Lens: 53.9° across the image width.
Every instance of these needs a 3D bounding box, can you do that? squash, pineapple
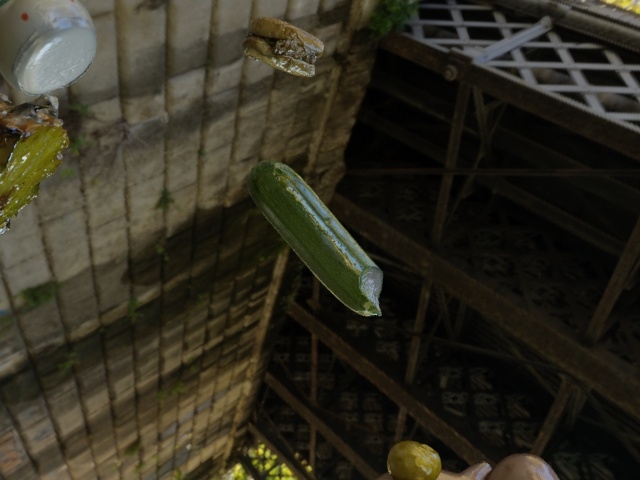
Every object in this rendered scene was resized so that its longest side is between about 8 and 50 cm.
[{"bbox_3d":[0.000,0.000,0.762,0.239,0.069,0.069,50,-30,-10],"label":"squash"},{"bbox_3d":[-0.369,-0.080,0.644,0.158,0.161,0.334,36,-49,-10],"label":"pineapple"}]

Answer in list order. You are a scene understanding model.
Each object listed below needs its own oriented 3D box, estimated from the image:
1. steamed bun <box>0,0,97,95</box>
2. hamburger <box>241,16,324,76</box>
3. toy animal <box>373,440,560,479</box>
[{"bbox_3d":[-0.503,-0.367,1.132,0.130,0.177,0.228,55,-29,2],"label":"steamed bun"},{"bbox_3d":[-0.072,-0.355,1.158,0.147,0.138,0.083,27,-76,43],"label":"hamburger"},{"bbox_3d":[0.125,0.255,0.534,0.248,0.149,0.165,1,-40,14],"label":"toy animal"}]
